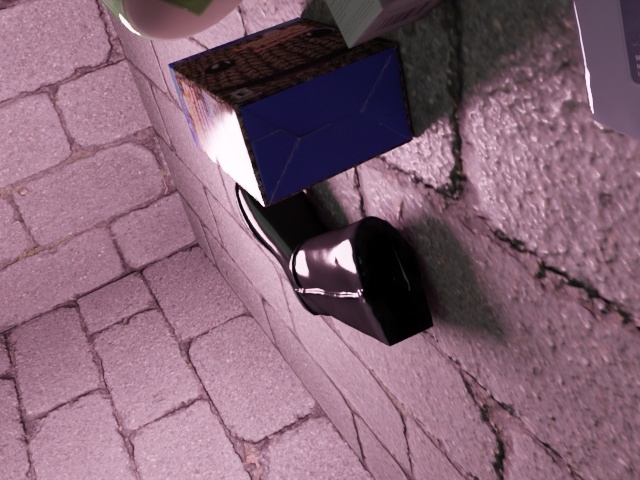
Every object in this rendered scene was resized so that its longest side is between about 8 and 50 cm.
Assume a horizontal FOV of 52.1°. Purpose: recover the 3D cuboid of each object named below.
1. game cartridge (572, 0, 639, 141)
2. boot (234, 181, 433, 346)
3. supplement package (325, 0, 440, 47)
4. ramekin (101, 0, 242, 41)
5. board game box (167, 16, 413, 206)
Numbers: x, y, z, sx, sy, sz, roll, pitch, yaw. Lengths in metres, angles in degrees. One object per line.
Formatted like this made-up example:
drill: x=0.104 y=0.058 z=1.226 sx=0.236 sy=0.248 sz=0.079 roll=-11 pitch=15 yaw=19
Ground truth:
game cartridge: x=0.274 y=-0.132 z=0.377 sx=0.294 sy=0.060 sz=0.196 roll=30 pitch=139 yaw=62
boot: x=0.001 y=0.002 z=1.205 sx=0.367 sy=0.146 sz=0.445 roll=56 pitch=168 yaw=-10
supplement package: x=0.049 y=-0.316 z=0.681 sx=0.179 sy=0.105 sz=0.105 roll=63 pitch=163 yaw=-2
ramekin: x=-0.218 y=-0.444 z=0.968 sx=0.148 sy=0.303 sz=0.303 roll=52 pitch=161 yaw=13
board game box: x=-0.051 y=-0.199 z=0.932 sx=0.291 sy=0.232 sz=0.141 roll=39 pitch=150 yaw=53
